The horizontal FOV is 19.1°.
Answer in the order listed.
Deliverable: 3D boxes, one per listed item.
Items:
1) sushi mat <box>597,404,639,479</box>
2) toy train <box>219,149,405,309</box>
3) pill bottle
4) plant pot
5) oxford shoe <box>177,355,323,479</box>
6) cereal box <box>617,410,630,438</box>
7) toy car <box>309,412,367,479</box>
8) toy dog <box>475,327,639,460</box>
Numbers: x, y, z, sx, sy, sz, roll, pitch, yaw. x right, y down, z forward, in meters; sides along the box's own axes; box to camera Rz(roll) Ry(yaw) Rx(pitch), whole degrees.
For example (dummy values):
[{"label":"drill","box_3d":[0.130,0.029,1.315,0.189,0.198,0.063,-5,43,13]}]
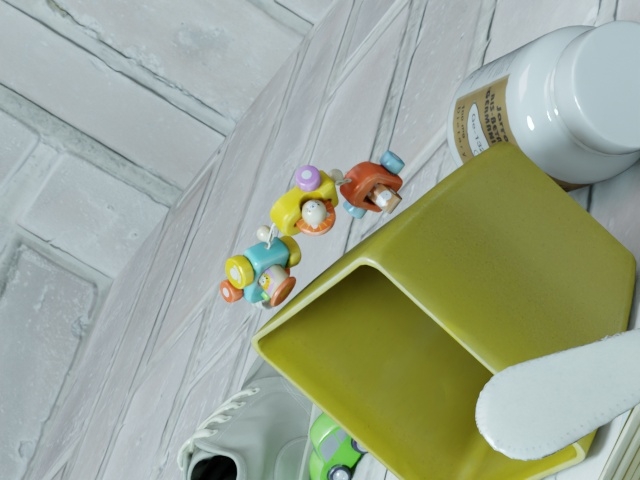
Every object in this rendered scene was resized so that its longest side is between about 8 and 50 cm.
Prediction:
[{"label":"sushi mat","box_3d":[0.151,0.233,0.972,0.019,0.151,0.316,9,68,57]},{"label":"toy train","box_3d":[0.000,0.000,1.457,0.166,0.046,0.125,-49,-28,12]},{"label":"pill bottle","box_3d":[0.205,-0.108,1.579,0.131,0.131,0.229,-62,13,-15]},{"label":"plant pot","box_3d":[0.113,0.053,1.434,0.187,0.212,0.212,-52,7,-31]},{"label":"oxford shoe","box_3d":[-0.075,0.215,1.920,0.169,0.130,0.449,-54,12,26]},{"label":"cereal box","box_3d":[0.279,0.031,1.163,0.240,0.047,0.173,-45,18,48]},{"label":"toy car","box_3d":[0.048,0.141,1.782,0.225,0.053,0.239,-56,13,13]},{"label":"toy dog","box_3d":[0.166,0.140,0.898,0.161,0.220,0.333,-14,46,51]}]
